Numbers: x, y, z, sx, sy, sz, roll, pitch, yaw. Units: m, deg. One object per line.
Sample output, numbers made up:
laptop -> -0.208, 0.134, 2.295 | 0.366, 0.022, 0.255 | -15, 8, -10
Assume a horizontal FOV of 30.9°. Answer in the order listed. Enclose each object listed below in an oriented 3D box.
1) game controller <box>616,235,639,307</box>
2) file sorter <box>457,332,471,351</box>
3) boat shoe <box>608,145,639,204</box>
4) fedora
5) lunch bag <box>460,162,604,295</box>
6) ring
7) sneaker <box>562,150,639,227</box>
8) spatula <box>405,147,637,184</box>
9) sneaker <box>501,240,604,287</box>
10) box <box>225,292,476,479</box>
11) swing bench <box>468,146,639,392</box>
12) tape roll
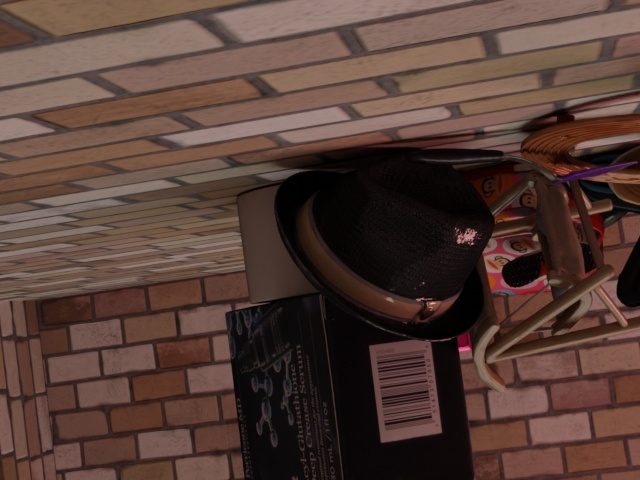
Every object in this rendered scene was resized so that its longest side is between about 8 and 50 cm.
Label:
game controller -> 0.589, -0.031, 1.888 | 0.067, 0.319, 0.166 | 38, 160, -17
file sorter -> 0.115, 0.060, 2.029 | 0.202, 0.290, 0.182 | -5, 178, -30
boat shoe -> 0.523, -0.112, 1.701 | 0.277, 0.098, 0.096 | -11, -165, -22
fedora -> 0.110, -0.024, 1.515 | 0.334, 0.334, 0.152 | -3, 140, -48
lunch bag -> 0.340, -0.014, 1.917 | 0.258, 0.120, 0.293 | -12, 146, 35
ring -> 0.421, -0.120, 1.455 | 0.336, 0.032, 0.336 | 3, 172, 0
sneaker -> 0.479, -0.100, 1.930 | 0.139, 0.125, 0.341 | 23, 168, -19
spatula -> 0.251, -0.096, 1.474 | 0.296, 0.030, 0.084 | 6, 172, -11
sneaker -> 0.369, 0.031, 1.830 | 0.161, 0.057, 0.075 | -16, -174, 25
box -> 0.030, 0.226, 1.753 | 0.212, 0.293, 0.395 | -5, 175, -24
swing bench -> 0.305, 0.041, 1.678 | 0.255, 0.253, 0.165 | -27, 134, 21
tape roll -> 0.000, 0.000, 1.791 | 0.246, 0.169, 0.246 | -7, 176, 0
